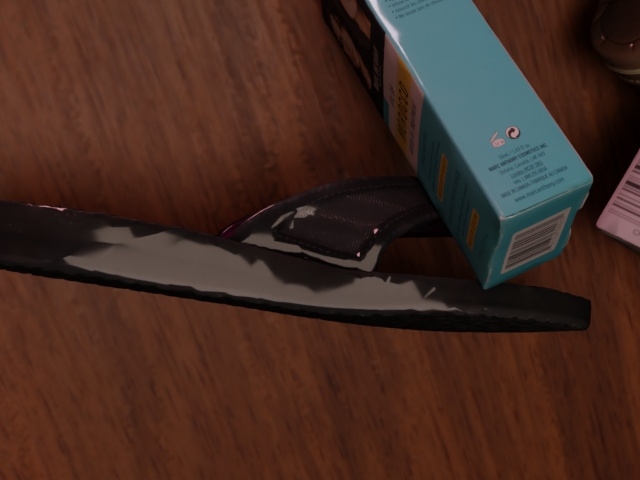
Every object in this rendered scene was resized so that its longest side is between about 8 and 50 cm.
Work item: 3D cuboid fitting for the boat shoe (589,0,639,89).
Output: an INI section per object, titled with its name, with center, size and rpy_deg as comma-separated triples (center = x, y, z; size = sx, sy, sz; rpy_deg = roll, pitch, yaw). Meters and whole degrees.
[boat shoe]
center = 0.298, -0.231, 0.705
size = 0.095, 0.095, 0.257
rpy_deg = 31, 93, -43

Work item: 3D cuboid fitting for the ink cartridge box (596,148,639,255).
[ink cartridge box]
center = 0.394, -0.085, 0.750
size = 0.307, 0.072, 0.304
rpy_deg = 24, 96, -43

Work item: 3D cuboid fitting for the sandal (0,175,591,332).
[sandal]
center = -0.001, 0.000, 0.637
size = 0.445, 0.167, 0.107
rpy_deg = 10, 83, -18

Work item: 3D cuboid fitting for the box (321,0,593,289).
[box]
center = 0.075, -0.099, 0.586
size = 0.060, 0.100, 0.244
rpy_deg = -24, 65, -8
